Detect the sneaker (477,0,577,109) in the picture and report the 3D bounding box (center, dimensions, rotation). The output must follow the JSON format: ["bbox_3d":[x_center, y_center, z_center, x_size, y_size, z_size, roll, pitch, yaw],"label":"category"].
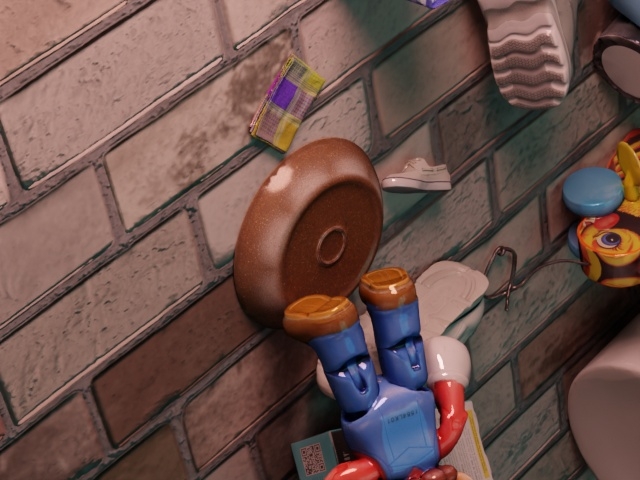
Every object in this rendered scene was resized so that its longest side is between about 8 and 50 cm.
[{"bbox_3d":[0.200,-0.274,1.644,0.115,0.105,0.281,-65,153,-50],"label":"sneaker"}]

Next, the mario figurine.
[{"bbox_3d":[0.054,0.194,1.606,0.170,0.198,0.321,-53,131,-72],"label":"mario figurine"}]

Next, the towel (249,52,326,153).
[{"bbox_3d":[-0.030,-0.122,1.505,0.060,0.009,0.083,33,84,-52],"label":"towel"}]

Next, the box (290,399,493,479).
[{"bbox_3d":[0.081,0.240,1.766,0.244,0.060,0.101,-5,77,-48],"label":"box"}]

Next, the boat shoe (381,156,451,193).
[{"bbox_3d":[0.096,-0.067,1.671,0.100,0.035,0.035,-2,84,-46],"label":"boat shoe"}]

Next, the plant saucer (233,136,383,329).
[{"bbox_3d":[0.000,0.000,1.590,0.198,0.036,0.199,-28,131,-38],"label":"plant saucer"}]

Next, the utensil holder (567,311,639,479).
[{"bbox_3d":[0.550,0.173,2.109,0.385,0.327,0.328,-36,135,-27],"label":"utensil holder"}]

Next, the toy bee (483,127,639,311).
[{"bbox_3d":[0.347,-0.001,1.896,0.298,0.162,0.195,-55,144,-11],"label":"toy bee"}]

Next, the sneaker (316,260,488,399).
[{"bbox_3d":[0.090,0.115,1.726,0.235,0.090,0.095,-29,142,-33],"label":"sneaker"}]

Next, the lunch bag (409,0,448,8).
[{"bbox_3d":[0.078,-0.295,1.435,0.096,0.128,0.151,-29,129,-39],"label":"lunch bag"}]

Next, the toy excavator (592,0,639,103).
[{"bbox_3d":[0.421,-0.332,1.712,0.222,0.433,0.445,-46,167,-22],"label":"toy excavator"}]
